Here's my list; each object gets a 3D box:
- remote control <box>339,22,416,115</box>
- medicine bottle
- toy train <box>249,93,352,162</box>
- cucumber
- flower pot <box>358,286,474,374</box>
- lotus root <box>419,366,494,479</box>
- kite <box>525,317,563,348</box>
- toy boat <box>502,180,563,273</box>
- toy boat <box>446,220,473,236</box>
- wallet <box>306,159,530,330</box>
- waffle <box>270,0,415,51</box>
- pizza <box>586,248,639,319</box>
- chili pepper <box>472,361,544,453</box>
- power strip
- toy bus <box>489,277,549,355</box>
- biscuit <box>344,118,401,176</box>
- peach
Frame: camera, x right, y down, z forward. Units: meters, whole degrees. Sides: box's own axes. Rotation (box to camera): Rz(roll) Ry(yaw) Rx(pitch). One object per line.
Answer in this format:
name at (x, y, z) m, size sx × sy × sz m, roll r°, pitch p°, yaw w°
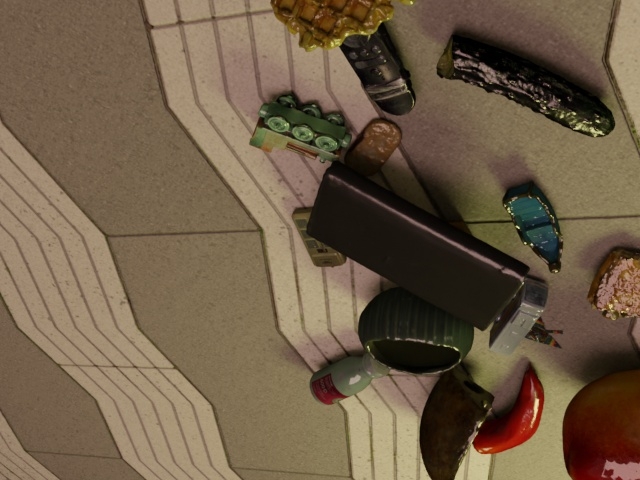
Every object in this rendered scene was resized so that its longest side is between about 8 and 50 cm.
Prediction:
remote control at (0.084, -0.316, 1.399) m, size 0.090 × 0.066 × 0.266 m, roll 1°, pitch 141°, yaw 39°
medicine bottle at (0.071, 0.324, 2.049) m, size 0.090 × 0.090 × 0.216 m, roll 38°, pitch 135°, yaw -20°
toy train at (-0.035, -0.195, 1.562) m, size 0.175 × 0.074 × 0.118 m, roll 20°, pitch 148°, yaw -7°
cucumber at (0.335, -0.244, 1.363) m, size 0.303 × 0.072 × 0.081 m, roll 21°, pitch 148°, yaw -2°
flower pot at (0.201, 0.187, 1.806) m, size 0.243 × 0.157 × 0.189 m, roll 8°, pitch 136°, yaw 14°
lotus root at (0.294, 0.439, 1.994) m, size 0.142 × 0.210 × 0.314 m, roll 25°, pitch 122°, yaw 14°
kite at (0.472, 0.198, 1.829) m, size 0.090 × 0.004 × 0.122 m, roll -11°, pitch 130°, yaw 31°
toy boat at (0.396, -0.021, 1.571) m, size 0.075 × 0.077 × 0.185 m, roll -15°, pitch 128°, yaw 32°
toy boat at (0.267, 0.038, 1.673) m, size 0.088 × 0.089 × 0.229 m, roll -20°, pitch 127°, yaw 19°
wallet at (0.171, 0.014, 1.604) m, size 0.406 × 0.062 × 0.228 m, roll 29°, pitch 146°, yaw 6°
waffle at (0.024, -0.411, 1.255) m, size 0.237 × 0.059 × 0.243 m, roll -11°, pitch 102°, yaw 21°
pizza at (0.623, 0.087, 1.615) m, size 0.226 × 0.069 × 0.147 m, roll 4°, pitch 115°, yaw 12°
chili pepper at (0.442, 0.420, 2.031) m, size 0.137 × 0.092 × 0.368 m, roll 47°, pitch 134°, yaw 11°
power strip at (0.000, 0.000, 1.781) m, size 0.076 × 0.028 × 0.169 m, roll -5°, pitch 133°, yaw 24°
toy bus at (0.403, 0.159, 1.761) m, size 0.064 × 0.075 × 0.190 m, roll 20°, pitch 139°, yaw 0°
biscuit at (0.095, -0.168, 1.575) m, size 0.071 × 0.018 × 0.147 m, roll 26°, pitch 137°, yaw -11°
peach at (0.652, 0.414, 1.762) m, size 0.332 × 0.308 × 0.308 m, roll -9°, pitch 139°, yaw -13°
